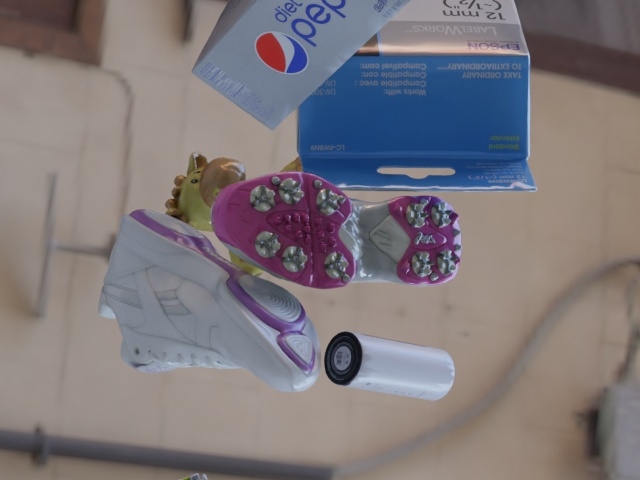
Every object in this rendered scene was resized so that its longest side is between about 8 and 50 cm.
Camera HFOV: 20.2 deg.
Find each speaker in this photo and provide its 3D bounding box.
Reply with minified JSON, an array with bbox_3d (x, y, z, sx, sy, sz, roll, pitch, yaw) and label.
[{"bbox_3d":[0.070,0.126,1.786,0.055,0.136,0.055,-14,-110,45],"label":"speaker"}]

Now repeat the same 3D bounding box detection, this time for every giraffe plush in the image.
[{"bbox_3d":[-0.113,-0.049,2.428,0.210,0.170,0.181,-52,-166,20],"label":"giraffe plush"}]

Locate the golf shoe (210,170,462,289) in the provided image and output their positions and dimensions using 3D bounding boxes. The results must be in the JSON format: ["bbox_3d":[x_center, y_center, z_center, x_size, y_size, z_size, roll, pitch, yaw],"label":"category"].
[{"bbox_3d":[0.000,0.000,1.837,0.140,0.306,0.115,-7,-104,51],"label":"golf shoe"}]

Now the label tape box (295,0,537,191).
[{"bbox_3d":[0.095,-0.189,1.955,0.348,0.249,0.115,-96,-173,-56],"label":"label tape box"}]

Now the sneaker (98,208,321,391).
[{"bbox_3d":[-0.114,0.090,1.811,0.305,0.114,0.152,35,-77,41],"label":"sneaker"}]

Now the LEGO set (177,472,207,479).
[{"bbox_3d":[-0.193,0.362,2.162,0.132,0.287,0.107,-17,-85,56],"label":"LEGO set"}]

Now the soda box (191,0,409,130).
[{"bbox_3d":[0.008,-0.207,1.443,0.286,0.091,0.098,-38,-158,52],"label":"soda box"}]
